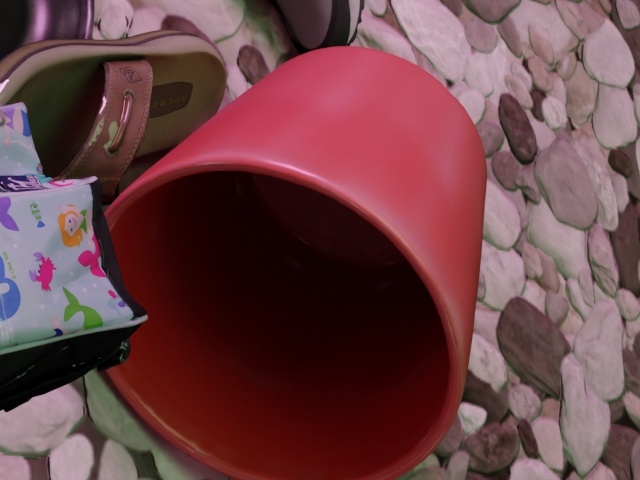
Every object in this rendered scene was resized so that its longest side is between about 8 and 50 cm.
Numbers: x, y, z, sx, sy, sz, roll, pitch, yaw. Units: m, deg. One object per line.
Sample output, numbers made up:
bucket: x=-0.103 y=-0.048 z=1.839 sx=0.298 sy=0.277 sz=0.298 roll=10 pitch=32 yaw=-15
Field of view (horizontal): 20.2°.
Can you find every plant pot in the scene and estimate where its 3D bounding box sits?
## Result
plant pot: x=0.000 y=0.000 z=1.282 sx=0.275 sy=0.275 sz=0.243 roll=54 pitch=34 yaw=-19

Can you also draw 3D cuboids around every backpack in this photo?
backpack: x=-0.253 y=0.035 z=0.995 sx=0.253 sy=0.225 sz=0.191 roll=-27 pitch=95 yaw=-51

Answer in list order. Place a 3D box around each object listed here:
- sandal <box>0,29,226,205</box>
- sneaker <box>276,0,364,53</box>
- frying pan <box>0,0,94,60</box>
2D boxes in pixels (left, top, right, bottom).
sandal: x=-0.147 y=-0.076 z=1.224 sx=0.086 sy=0.120 sz=0.303 roll=35 pitch=34 yaw=21
sneaker: x=-0.053 y=-0.264 z=1.442 sx=0.108 sy=0.100 sz=0.271 roll=-33 pitch=107 yaw=-28
frying pan: x=-0.226 y=-0.240 z=1.264 sx=0.197 sy=0.053 sz=0.326 roll=38 pitch=46 yaw=-36
